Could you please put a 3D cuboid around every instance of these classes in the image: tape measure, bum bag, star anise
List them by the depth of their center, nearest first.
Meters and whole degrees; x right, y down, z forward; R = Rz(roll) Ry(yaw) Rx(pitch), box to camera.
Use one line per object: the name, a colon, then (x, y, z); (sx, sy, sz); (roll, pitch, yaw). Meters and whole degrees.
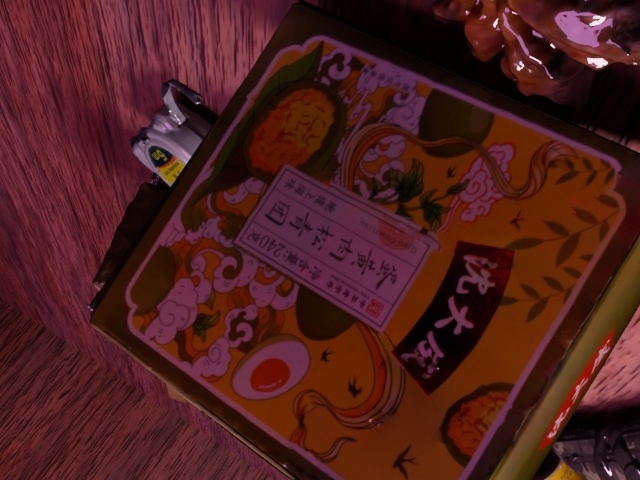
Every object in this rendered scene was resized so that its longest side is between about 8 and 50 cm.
star anise: (0.134, -0.211, 0.696); (0.292, 0.109, 0.349); (-3, 136, 43)
tape measure: (-0.153, -0.138, 1.224); (0.164, 0.084, 0.330); (40, 157, -13)
bum bag: (0.422, 0.287, 1.231); (0.144, 0.095, 0.340); (52, 154, 1)

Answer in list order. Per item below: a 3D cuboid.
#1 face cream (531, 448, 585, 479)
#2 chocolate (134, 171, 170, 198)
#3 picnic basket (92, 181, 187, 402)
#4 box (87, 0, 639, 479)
face cream: (0.418, 0.448, 1.506); (0.105, 0.105, 0.348); (3, 140, 50)
chocolate: (-0.248, -0.086, 1.493); (0.072, 0.070, 0.147); (50, 144, -6)
picnic basket: (-0.191, 0.088, 1.458); (0.291, 0.254, 0.321); (15, 150, 6)
box: (0.049, 0.027, 0.845); (0.420, 0.373, 0.138); (31, 176, 29)
